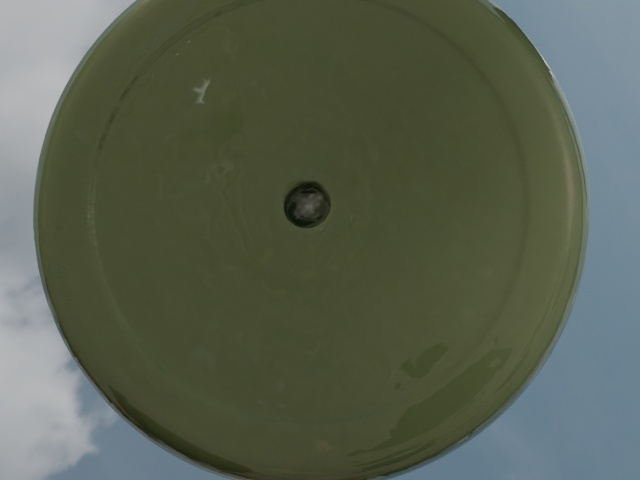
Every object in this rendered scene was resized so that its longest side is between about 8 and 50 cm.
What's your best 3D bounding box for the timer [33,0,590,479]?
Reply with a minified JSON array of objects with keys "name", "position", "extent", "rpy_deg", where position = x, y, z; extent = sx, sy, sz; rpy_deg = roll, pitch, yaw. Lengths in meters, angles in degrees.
[{"name":"timer","position":[0.000,0.000,0.804],"extent":[0.291,0.315,0.290],"rpy_deg":[0,-97,3]}]
